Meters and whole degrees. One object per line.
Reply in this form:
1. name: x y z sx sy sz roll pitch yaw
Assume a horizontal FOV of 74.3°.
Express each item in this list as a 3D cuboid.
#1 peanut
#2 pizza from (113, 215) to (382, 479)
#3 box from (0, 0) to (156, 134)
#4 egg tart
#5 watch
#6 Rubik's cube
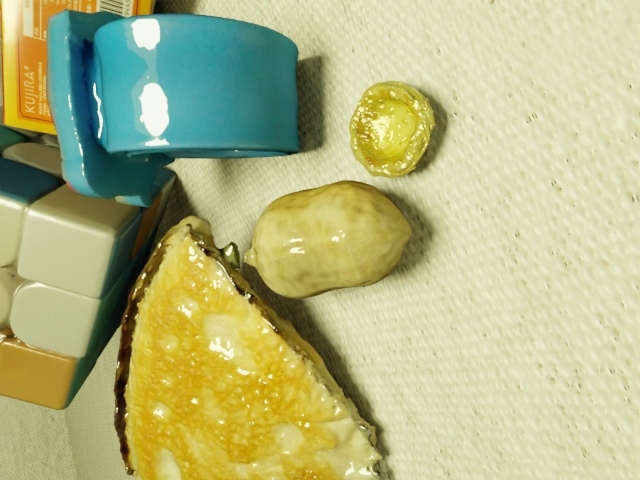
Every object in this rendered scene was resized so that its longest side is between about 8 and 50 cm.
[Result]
1. peanut: 0.000 0.000 0.474 0.224 0.129 0.129 -19 82 45
2. pizza: -0.157 0.165 0.588 0.435 0.080 0.391 -15 95 22
3. box: -0.411 -0.350 0.739 0.283 0.214 0.259 -70 29 26
4. egg tart: 0.076 -0.115 0.439 0.105 0.039 0.105 9 103 46
5. watch: -0.152 -0.168 0.557 0.275 0.305 0.241 1 101 16
6. Rubik's cube: -0.496 0.009 0.724 0.346 0.347 0.344 -101 34 -65
